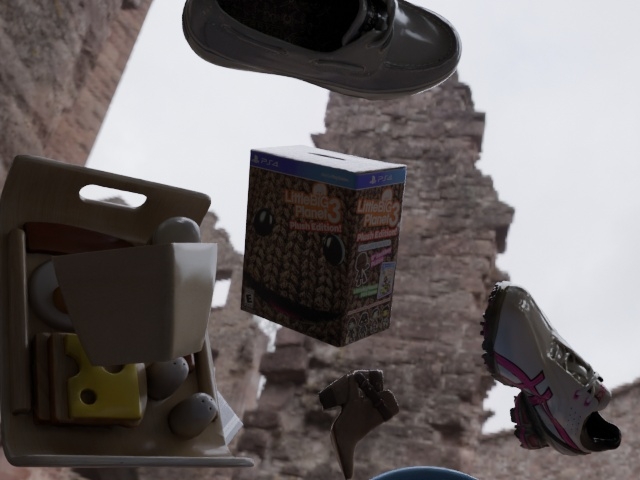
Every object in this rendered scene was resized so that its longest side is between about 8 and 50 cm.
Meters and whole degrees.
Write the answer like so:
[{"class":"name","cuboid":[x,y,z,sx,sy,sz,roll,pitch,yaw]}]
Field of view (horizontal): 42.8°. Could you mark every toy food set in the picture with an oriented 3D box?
[{"class":"toy food set","cuboid":[-0.182,0.070,0.780,0.219,0.306,0.092,11,-38,-37]}]

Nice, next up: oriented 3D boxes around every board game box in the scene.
[{"class":"board game box","cuboid":[0.000,0.000,1.391,0.232,0.291,0.141,15,18,37]}]

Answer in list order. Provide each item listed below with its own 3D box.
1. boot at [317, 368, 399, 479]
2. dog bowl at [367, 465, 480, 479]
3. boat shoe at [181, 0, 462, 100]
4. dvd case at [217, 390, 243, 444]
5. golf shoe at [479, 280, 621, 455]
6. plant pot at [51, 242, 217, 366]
[{"class":"boot","cuboid":[0.051,0.210,0.955,0.086,0.119,0.042,-14,-12,-13]},{"class":"dog bowl","cuboid":[0.012,0.239,0.490,0.297,0.166,0.074,-19,-46,-22]},{"class":"boat shoe","cuboid":[0.015,-0.154,0.605,0.227,0.079,0.081,2,-4,-21]},{"class":"dvd case","cuboid":[-0.211,0.230,1.277,0.018,0.164,0.221,-38,-91,9]},{"class":"golf shoe","cuboid":[0.182,0.100,0.637,0.085,0.067,0.186,-1,-45,35]},{"class":"plant pot","cuboid":[-0.152,0.055,0.706,0.109,0.096,0.109,-7,-2,13]}]
